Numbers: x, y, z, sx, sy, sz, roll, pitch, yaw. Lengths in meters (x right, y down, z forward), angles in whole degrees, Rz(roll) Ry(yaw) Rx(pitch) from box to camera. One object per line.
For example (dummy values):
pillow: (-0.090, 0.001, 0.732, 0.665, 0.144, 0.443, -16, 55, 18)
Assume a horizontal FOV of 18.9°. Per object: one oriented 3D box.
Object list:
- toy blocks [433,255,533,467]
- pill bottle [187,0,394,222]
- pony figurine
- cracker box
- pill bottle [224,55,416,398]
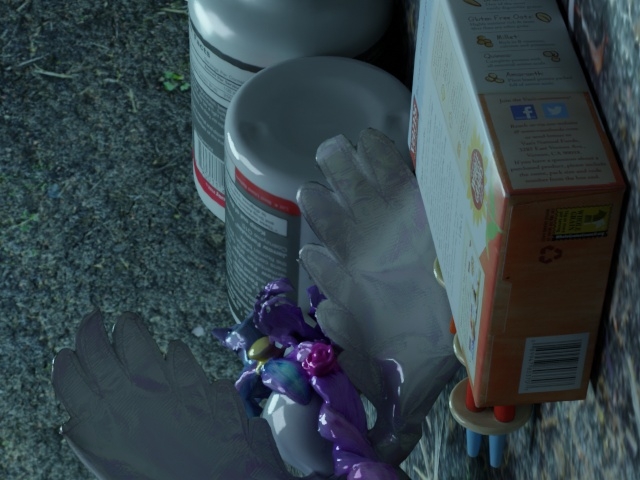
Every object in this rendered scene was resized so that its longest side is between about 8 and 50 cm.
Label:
toy blocks: (0.101, 0.057, 1.201, 0.123, 0.054, 0.148, -102, 10, -49)
pill bottle: (-0.026, -0.166, 1.673, 0.318, 0.176, 0.176, 93, 171, -47)
pony figurine: (0.007, 0.136, 1.375, 0.351, 0.303, 0.363, 54, 172, -5)
cracker box: (0.102, -0.044, 1.067, 0.232, 0.067, 0.155, -102, 11, -46)
pill bottle: (0.000, 0.000, 1.606, 0.283, 0.161, 0.161, 93, 171, -47)
